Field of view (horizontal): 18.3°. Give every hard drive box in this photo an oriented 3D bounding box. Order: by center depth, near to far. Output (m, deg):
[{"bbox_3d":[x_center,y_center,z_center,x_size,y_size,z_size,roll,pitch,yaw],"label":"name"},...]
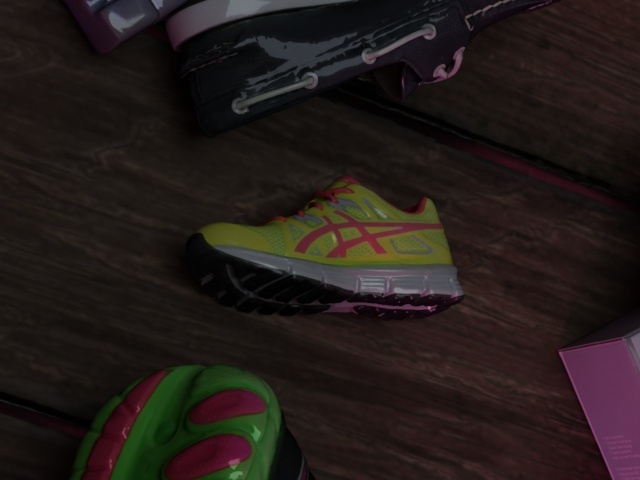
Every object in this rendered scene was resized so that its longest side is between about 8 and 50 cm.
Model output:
[{"bbox_3d":[0.310,0.147,1.479,0.181,0.089,0.232,-23,92,-28],"label":"hard drive box"}]

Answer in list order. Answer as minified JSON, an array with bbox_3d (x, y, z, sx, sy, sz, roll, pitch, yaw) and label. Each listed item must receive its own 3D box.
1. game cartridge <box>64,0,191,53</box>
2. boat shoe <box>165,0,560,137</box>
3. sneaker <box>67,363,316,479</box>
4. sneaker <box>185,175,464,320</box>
[{"bbox_3d":[-0.151,-0.332,1.346,0.230,0.068,0.355,-35,97,-28],"label":"game cartridge"},{"bbox_3d":[0.042,-0.140,1.389,0.302,0.114,0.091,-14,87,-16],"label":"boat shoe"},{"bbox_3d":[-0.095,0.313,1.170,0.202,0.185,0.483,45,58,-43],"label":"sneaker"},{"bbox_3d":[0.000,0.000,1.363,0.208,0.081,0.094,7,71,-32],"label":"sneaker"}]
